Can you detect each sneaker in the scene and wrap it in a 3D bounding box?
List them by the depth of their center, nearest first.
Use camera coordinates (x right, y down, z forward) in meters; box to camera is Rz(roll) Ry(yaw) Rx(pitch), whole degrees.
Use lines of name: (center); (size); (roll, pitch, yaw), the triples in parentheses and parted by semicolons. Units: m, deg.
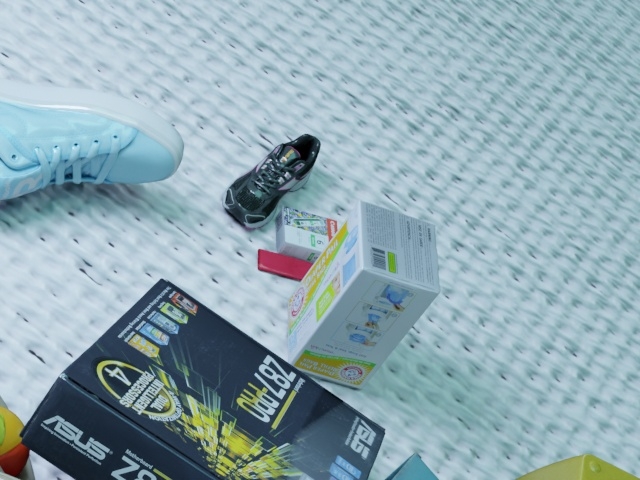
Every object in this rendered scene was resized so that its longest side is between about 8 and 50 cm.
sneaker: (-0.342, -0.096, 2.070); (0.366, 0.135, 0.150); (10, 55, -14)
sneaker: (-0.060, -0.087, 2.265); (0.072, 0.077, 0.178); (37, 43, 3)

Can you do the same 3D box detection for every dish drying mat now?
dish drying mat: (-0.041, 0.033, 2.221); (0.083, 0.008, 0.032); (16, 46, -21)

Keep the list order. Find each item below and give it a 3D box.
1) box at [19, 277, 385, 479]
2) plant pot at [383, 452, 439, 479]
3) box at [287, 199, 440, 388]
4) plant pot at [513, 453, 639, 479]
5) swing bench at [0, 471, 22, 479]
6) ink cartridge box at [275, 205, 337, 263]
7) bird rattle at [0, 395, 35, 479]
box: (-0.106, 0.203, 1.846); (0.318, 0.097, 0.395); (36, 15, 1)
plant pot: (0.107, 0.388, 1.888); (0.234, 0.166, 0.165); (43, 43, 3)
box: (0.047, 0.067, 2.102); (0.103, 0.203, 0.114); (18, 43, -19)
plant pot: (0.305, 0.368, 2.009); (0.212, 0.187, 0.212); (27, 42, -9)
swing bench: (-0.312, 0.335, 1.584); (0.255, 0.165, 0.253); (24, 81, -9)
ink cartridge box: (0.000, 0.000, 2.260); (0.115, 0.029, 0.063); (15, 46, -20)
bird rattle: (-0.321, 0.220, 1.762); (0.253, 0.143, 0.207); (56, 9, -19)
